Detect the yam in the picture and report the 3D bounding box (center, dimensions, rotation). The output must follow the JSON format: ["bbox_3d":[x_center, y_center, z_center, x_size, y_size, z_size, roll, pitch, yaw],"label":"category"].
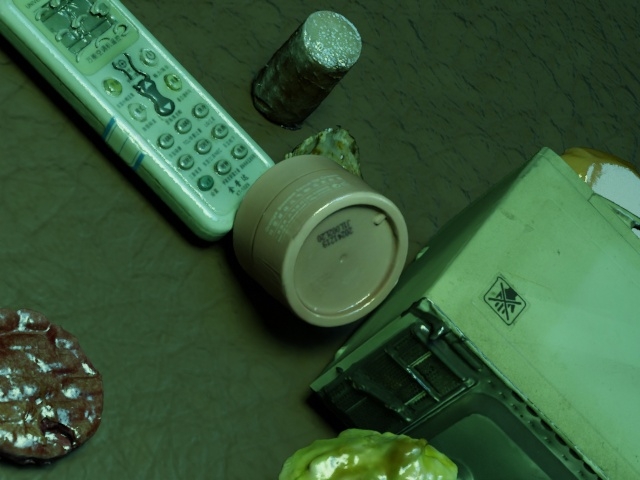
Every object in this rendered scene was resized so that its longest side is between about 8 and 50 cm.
[{"bbox_3d":[-0.017,-0.183,1.839,0.079,0.141,0.079,13,60,-24],"label":"yam"}]

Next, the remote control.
[{"bbox_3d":[-0.193,-0.146,1.741,0.335,0.065,0.128,46,49,-3],"label":"remote control"}]

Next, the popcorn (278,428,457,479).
[{"bbox_3d":[0.042,0.265,1.573,0.185,0.187,0.167,-13,100,-26],"label":"popcorn"}]

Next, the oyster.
[{"bbox_3d":[0.006,-0.064,1.826,0.177,0.056,0.105,-32,106,-61],"label":"oyster"}]

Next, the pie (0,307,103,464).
[{"bbox_3d":[-0.267,0.132,1.542,0.153,0.038,0.153,18,51,-25],"label":"pie"}]

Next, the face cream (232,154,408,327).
[{"bbox_3d":[0.000,0.000,1.704,0.149,0.149,0.104,0,24,-35],"label":"face cream"}]

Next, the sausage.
[{"bbox_3d":[0.354,-0.015,2.002,0.120,0.136,0.241,-44,95,-16],"label":"sausage"}]

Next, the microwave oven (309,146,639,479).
[{"bbox_3d":[0.242,0.161,1.738,0.394,0.247,0.333,45,49,-3],"label":"microwave oven"}]
